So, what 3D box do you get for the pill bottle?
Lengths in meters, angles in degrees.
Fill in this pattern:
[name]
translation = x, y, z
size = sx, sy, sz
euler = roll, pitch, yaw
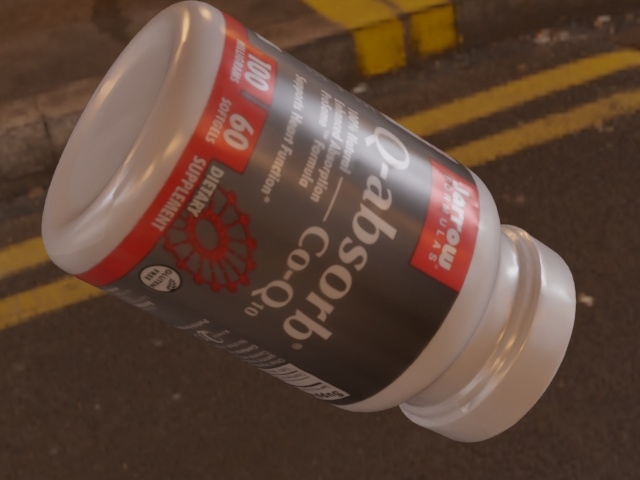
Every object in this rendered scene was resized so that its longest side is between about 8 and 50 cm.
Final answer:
[pill bottle]
translation = 0.000, 0.000, 0.945
size = 0.363, 0.210, 0.210
euler = 29, 19, -24
